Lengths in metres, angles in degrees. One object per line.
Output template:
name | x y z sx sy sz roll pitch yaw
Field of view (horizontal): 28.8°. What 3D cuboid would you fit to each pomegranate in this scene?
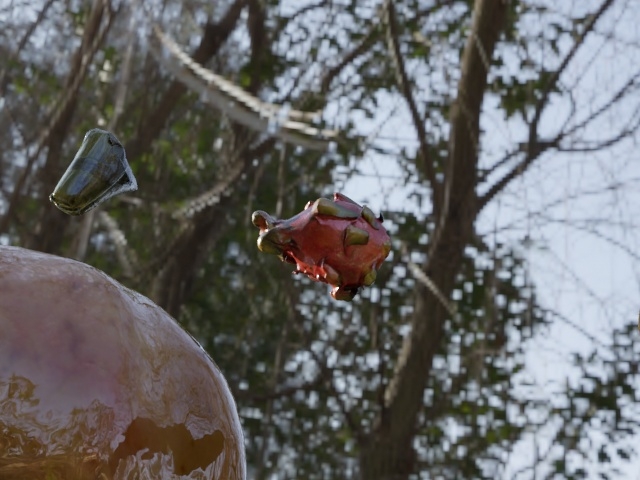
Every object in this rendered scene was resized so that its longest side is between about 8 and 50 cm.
pomegranate | -0.247 0.183 0.923 0.411 0.411 0.411 4 -30 3

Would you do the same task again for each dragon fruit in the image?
dragon fruit | 0.000 0.000 1.703 0.207 0.133 0.150 17 -23 19

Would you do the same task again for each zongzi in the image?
zongzi | -0.245 -0.051 1.377 0.052 0.104 0.113 19 -28 23

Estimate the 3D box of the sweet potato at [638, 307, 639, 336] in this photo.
sweet potato | 0.359 0.068 0.899 0.130 0.130 0.422 18 -6 -20
